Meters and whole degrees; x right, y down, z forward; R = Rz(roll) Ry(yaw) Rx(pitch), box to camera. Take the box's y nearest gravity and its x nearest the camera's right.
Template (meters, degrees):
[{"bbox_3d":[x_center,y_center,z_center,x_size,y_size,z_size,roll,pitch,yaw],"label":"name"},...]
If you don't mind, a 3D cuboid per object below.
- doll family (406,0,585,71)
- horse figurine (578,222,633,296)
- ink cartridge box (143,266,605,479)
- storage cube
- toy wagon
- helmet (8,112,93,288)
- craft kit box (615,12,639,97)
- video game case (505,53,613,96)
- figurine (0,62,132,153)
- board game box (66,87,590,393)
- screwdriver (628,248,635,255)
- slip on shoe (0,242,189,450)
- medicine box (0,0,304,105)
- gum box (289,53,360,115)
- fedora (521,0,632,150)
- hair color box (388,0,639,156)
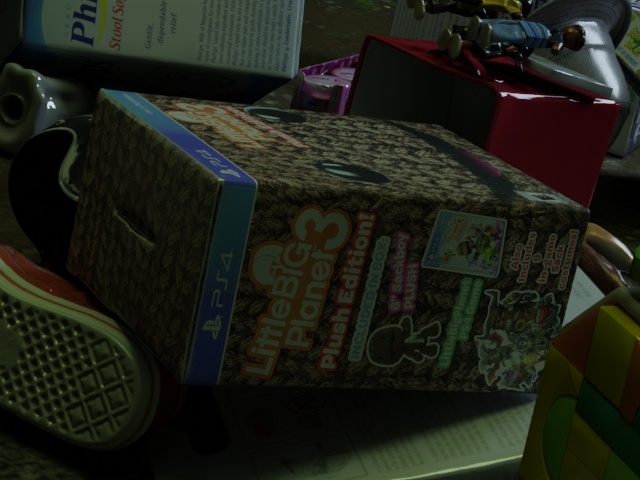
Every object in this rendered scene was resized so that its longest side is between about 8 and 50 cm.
[{"bbox_3d":[0.167,-0.204,1.809,0.111,0.076,0.193,6,34,-27],"label":"doll family"},{"bbox_3d":[0.250,0.044,1.700,0.174,0.066,0.263,40,-4,14],"label":"horse figurine"},{"bbox_3d":[0.060,0.136,1.459,0.385,0.091,0.308,-12,24,-8],"label":"ink cartridge box"},{"bbox_3d":[0.146,-0.082,1.898,0.193,0.215,0.183,0,21,-46],"label":"storage cube"},{"bbox_3d":[0.222,0.169,1.146,0.068,0.267,0.344,2,22,-21],"label":"toy wagon"},{"bbox_3d":[-0.174,-0.028,1.625,0.169,0.169,0.161,6,36,-17],"label":"helmet"},{"bbox_3d":[0.423,-0.127,2.194,0.250,0.061,0.246,50,10,-22],"label":"craft kit box"},{"bbox_3d":[0.212,-0.169,1.871,0.087,0.011,0.122,11,14,-40],"label":"video game case"},{"bbox_3d":[-0.204,-0.114,1.980,0.215,0.092,0.209,23,14,30],"label":"figurine"},{"bbox_3d":[0.000,0.000,1.391,0.291,0.141,0.232,4,17,-29],"label":"board game box"},{"bbox_3d":[0.366,0.050,1.936,0.170,0.024,0.025,31,-3,38],"label":"screwdriver"},{"bbox_3d":[-0.233,0.059,1.436,0.331,0.123,0.101,26,7,28],"label":"slip on shoe"},{"bbox_3d":[-0.189,-0.240,2.087,0.289,0.149,0.263,6,-6,-15],"label":"medicine box"},{"bbox_3d":[0.030,-0.139,2.132,0.062,0.107,0.188,21,22,25],"label":"gum box"},{"bbox_3d":[0.241,-0.139,2.098,0.243,0.275,0.124,2,56,-55],"label":"fedora"},{"bbox_3d":[0.261,-0.247,2.452,0.339,0.185,0.110,20,19,19],"label":"hair color box"}]
